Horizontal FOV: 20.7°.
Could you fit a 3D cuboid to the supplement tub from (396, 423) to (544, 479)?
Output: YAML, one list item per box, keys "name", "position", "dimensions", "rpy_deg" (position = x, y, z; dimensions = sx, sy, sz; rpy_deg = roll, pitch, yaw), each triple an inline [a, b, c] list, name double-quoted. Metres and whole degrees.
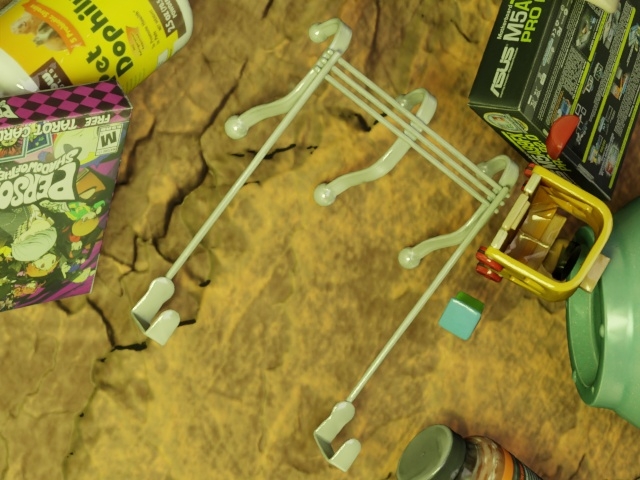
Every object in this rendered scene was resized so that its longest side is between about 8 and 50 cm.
- name: "supplement tub"
  position: [0.163, 0.252, 1.636]
  dimensions: [0.198, 0.106, 0.106]
  rpy_deg: [40, 70, -24]

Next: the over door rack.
- name: "over door rack"
  position: [0.000, 0.000, 1.551]
  dimensions: [0.239, 0.108, 0.324]
  rpy_deg: [36, 80, -25]

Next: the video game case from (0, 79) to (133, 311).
- name: "video game case"
  position: [-0.271, -0.020, 1.349]
  dimensions: [0.232, 0.210, 0.042]
  rpy_deg: [-12, 51, -31]

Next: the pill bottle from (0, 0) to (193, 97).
- name: "pill bottle"
  position: [-0.213, -0.147, 1.416]
  dimensions: [0.215, 0.117, 0.117]
  rpy_deg: [-44, 110, -23]

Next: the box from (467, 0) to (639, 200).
- name: "box"
  position: [0.251, -0.202, 1.678]
  dimensions: [0.216, 0.060, 0.270]
  rpy_deg: [35, 71, -52]

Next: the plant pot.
- name: "plant pot"
  position: [0.343, 0.070, 1.670]
  dimensions: [0.196, 0.293, 0.293]
  rpy_deg: [-2, 90, -3]

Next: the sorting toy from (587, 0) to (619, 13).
- name: "sorting toy"
  position: [0.205, -0.325, 1.551]
  dimensions: [0.208, 0.038, 0.193]
  rpy_deg: [23, 72, -21]

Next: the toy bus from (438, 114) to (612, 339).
- name: "toy bus"
  position: [0.206, 0.005, 1.572]
  dimensions: [0.104, 0.191, 0.202]
  rpy_deg: [30, 42, 8]
